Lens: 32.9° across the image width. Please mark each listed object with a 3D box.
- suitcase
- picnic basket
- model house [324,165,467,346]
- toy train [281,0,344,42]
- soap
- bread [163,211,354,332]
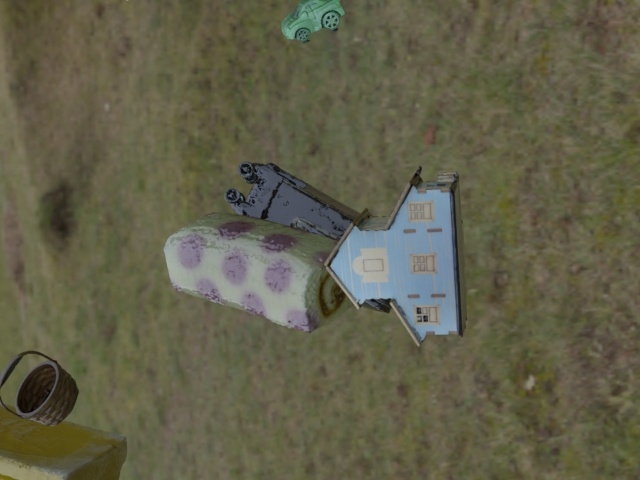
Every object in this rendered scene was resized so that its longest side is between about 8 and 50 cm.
[{"bbox_3d":[0.000,0.000,2.268,0.194,0.433,0.283,-63,2,0],"label":"suitcase"},{"bbox_3d":[-0.311,0.157,1.171,0.072,0.083,0.072,-21,49,26],"label":"picnic basket"},{"bbox_3d":[0.119,0.023,1.695,0.178,0.206,0.271,-56,-38,-72],"label":"model house"},{"bbox_3d":[-0.013,-0.472,2.250,0.099,0.149,0.081,-116,4,-62],"label":"toy train"},{"bbox_3d":[-0.454,0.309,1.552,0.314,0.199,0.091,11,102,18],"label":"soap"},{"bbox_3d":[-0.104,0.047,1.979,0.338,0.187,0.155,13,120,33],"label":"bread"}]
